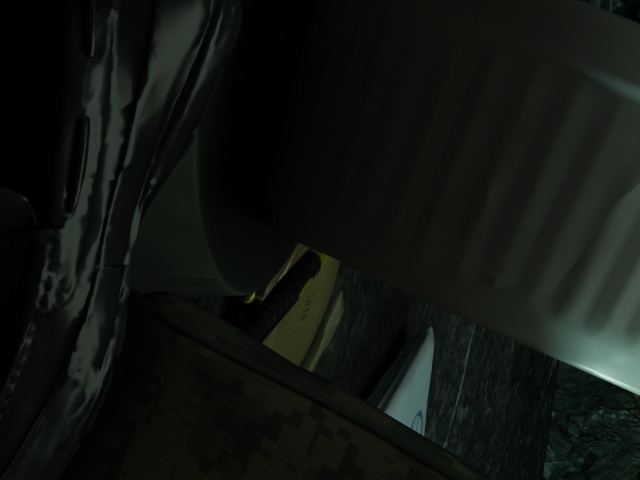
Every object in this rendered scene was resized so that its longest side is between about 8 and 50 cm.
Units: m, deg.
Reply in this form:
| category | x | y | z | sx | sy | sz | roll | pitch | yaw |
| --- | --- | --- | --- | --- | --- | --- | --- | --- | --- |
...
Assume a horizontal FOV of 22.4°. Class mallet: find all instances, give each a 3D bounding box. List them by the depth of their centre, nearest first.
| category | x | y | z | sx | sy | sz | roll | pitch | yaw |
| --- | --- | --- | --- | --- | --- | --- | --- | --- | --- |
| mallet | 0.000 | 0.000 | 0.842 | 0.190 | 0.039 | 0.062 | -47 | 155 | -49 |

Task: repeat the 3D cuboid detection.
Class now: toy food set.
| category | x | y | z | sx | sy | sz | roll | pitch | yaw |
| --- | --- | --- | --- | --- | --- | --- | --- | --- | --- |
| toy food set | -0.023 | 0.029 | 0.949 | 0.192 | 0.038 | 0.132 | 91 | 24 | -55 |

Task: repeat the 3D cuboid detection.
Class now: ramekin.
| category | x | y | z | sx | sy | sz | roll | pitch | yaw |
| --- | --- | --- | --- | --- | --- | --- | --- | --- | --- |
| ramekin | 0.101 | -0.019 | 0.717 | 0.127 | 0.272 | 0.273 | -66 | 166 | 1 |

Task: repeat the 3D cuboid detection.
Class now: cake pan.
| category | x | y | z | sx | sy | sz | roll | pitch | yaw |
| --- | --- | --- | --- | --- | --- | --- | --- | --- | --- |
| cake pan | -0.035 | -0.103 | 0.740 | 0.293 | 0.054 | 0.293 | 12 | 90 | -76 |

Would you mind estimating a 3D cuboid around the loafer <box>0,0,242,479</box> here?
| category | x | y | z | sx | sy | sz | roll | pitch | yaw |
| --- | --- | --- | --- | --- | --- | --- | --- | --- | --- |
| loafer | -0.101 | -0.005 | 0.545 | 0.078 | 0.076 | 0.223 | 21 | 90 | -37 |

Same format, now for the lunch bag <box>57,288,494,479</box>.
| category | x | y | z | sx | sy | sz | roll | pitch | yaw |
| --- | --- | --- | --- | --- | --- | --- | --- | --- | --- |
| lunch bag | -0.035 | 0.194 | 0.672 | 0.256 | 0.212 | 0.305 | -58 | 168 | -8 |

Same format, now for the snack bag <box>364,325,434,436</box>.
| category | x | y | z | sx | sy | sz | roll | pitch | yaw |
| --- | --- | --- | --- | --- | --- | --- | --- | --- | --- |
| snack bag | 0.030 | 0.276 | 1.350 | 0.342 | 0.037 | 0.323 | -50 | 148 | -64 |
